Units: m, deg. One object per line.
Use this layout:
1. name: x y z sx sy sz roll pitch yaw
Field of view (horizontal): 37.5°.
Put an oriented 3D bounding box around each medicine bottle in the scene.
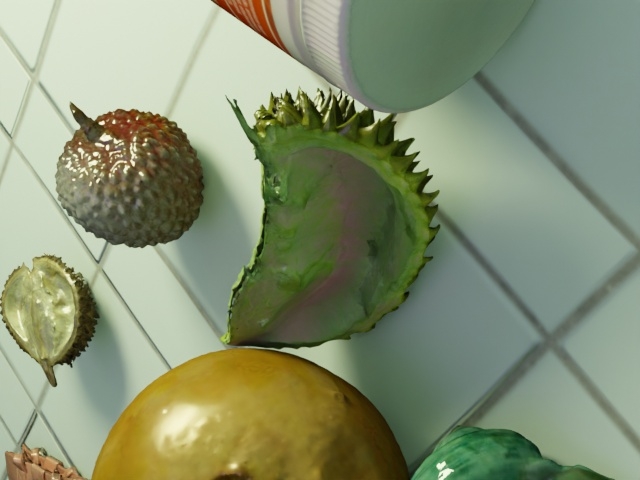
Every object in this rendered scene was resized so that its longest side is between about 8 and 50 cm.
1. medicine bottle: 0.024 -0.259 0.705 0.241 0.252 0.252 39 128 27

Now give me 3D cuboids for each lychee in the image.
1. lychee: -0.218 -0.076 1.065 0.165 0.165 0.197 19 149 39

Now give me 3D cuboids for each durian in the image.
1. durian: -0.371 0.113 1.330 0.148 0.091 0.188 -11 75 22
2. durian: 0.000 0.000 0.867 0.158 0.169 0.351 45 146 23

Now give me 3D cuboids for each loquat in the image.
1. loquat: -0.067 0.262 0.929 0.328 0.328 0.328 17 115 40

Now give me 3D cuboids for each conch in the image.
1. conch: 0.165 0.247 0.831 0.134 0.196 0.202 87 160 -64

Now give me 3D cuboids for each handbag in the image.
1. handbag: -0.436 0.427 1.530 0.213 0.059 0.157 12 112 42
